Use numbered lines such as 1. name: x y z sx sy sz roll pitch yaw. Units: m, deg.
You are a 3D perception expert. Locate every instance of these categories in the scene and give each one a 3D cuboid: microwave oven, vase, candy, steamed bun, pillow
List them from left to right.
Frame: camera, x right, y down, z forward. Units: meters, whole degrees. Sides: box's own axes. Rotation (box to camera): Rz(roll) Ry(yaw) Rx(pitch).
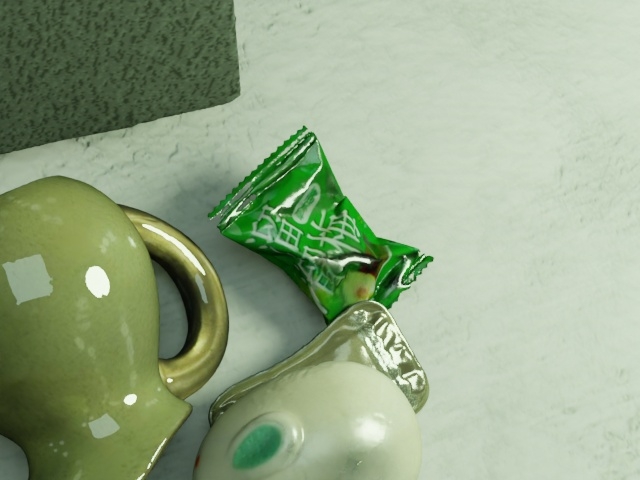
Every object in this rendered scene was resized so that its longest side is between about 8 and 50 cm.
1. microwave oven: -0.316 -0.257 1.868 0.432 0.374 0.236 -13 63 -6
2. vase: -0.217 0.091 1.851 0.329 0.241 0.302 -26 87 -41
3. steamed bun: -0.007 0.213 1.832 0.228 0.131 0.177 -19 100 -17
4. candy: -0.003 0.002 1.956 0.203 0.078 0.141 47 56 -11
5. pillow: -0.001 0.158 1.917 0.217 0.033 0.130 -31 97 -14
